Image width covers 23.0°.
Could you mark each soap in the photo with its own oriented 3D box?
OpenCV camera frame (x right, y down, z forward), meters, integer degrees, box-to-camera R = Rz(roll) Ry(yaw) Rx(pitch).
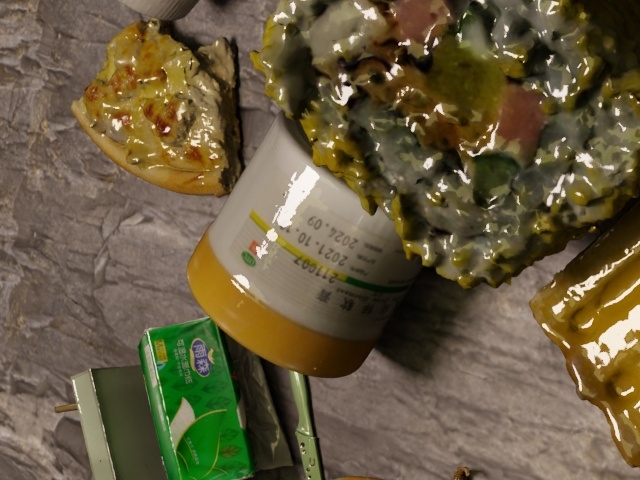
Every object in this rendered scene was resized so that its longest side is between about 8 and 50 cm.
[{"bbox_3d":[0.408,0.073,1.529,0.335,0.156,0.293,-47,65,29],"label":"soap"}]

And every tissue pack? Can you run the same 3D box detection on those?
[{"bbox_3d":[-0.134,0.208,1.987,0.148,0.156,0.209,133,124,-70],"label":"tissue pack"}]

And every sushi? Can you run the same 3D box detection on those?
[{"bbox_3d":[0.147,-0.157,1.560,0.396,0.240,0.351,49,120,-1],"label":"sushi"}]

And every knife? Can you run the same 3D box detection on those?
[{"bbox_3d":[-0.020,0.233,1.964,0.030,0.014,0.207,-17,79,36],"label":"knife"}]

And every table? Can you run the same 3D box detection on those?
[{"bbox_3d":[-0.271,0.296,2.097,0.111,0.122,0.240,-26,73,36],"label":"table"}]

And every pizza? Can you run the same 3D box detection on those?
[{"bbox_3d":[-0.215,-0.185,2.085,0.323,0.089,0.223,28,110,35],"label":"pizza"}]

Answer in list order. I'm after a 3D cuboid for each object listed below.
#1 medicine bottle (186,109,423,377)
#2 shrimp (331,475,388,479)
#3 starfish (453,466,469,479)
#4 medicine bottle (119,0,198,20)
[{"bbox_3d":[0.000,0.000,1.806,0.238,0.238,0.232,46,116,30],"label":"medicine bottle"},{"bbox_3d":[0.007,0.491,1.905,0.272,0.085,0.445,44,111,25],"label":"shrimp"},{"bbox_3d":[0.163,0.298,1.805,0.091,0.028,0.078,-17,85,35],"label":"starfish"},{"bbox_3d":[-0.132,-0.470,1.929,0.384,0.224,0.224,-48,62,28],"label":"medicine bottle"}]
